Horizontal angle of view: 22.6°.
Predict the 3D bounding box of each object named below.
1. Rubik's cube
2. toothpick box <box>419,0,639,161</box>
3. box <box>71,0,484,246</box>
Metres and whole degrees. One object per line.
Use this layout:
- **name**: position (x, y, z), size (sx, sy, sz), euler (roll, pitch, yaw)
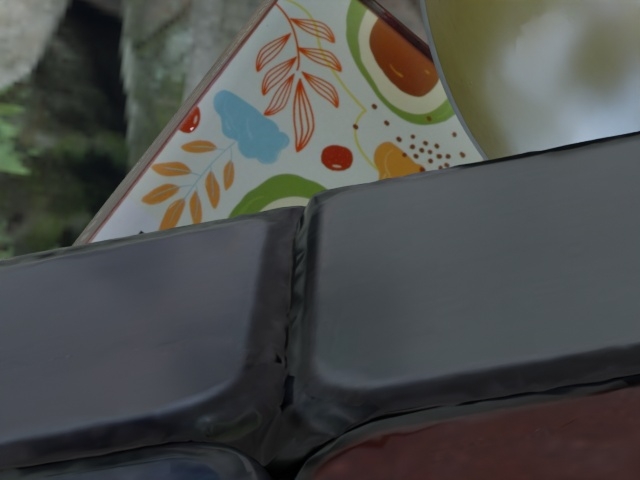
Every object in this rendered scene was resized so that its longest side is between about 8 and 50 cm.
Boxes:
- **Rubik's cube**: position (0.021, 0.181, 0.460), size (0.313, 0.318, 0.316), euler (-10, -155, 8)
- **toothpick box**: position (0.249, -0.190, 0.858), size (0.409, 0.409, 0.425), euler (8, 164, -1)
- **box**: position (0.000, 0.000, 1.449), size (0.344, 0.385, 0.122), euler (39, 170, -12)
